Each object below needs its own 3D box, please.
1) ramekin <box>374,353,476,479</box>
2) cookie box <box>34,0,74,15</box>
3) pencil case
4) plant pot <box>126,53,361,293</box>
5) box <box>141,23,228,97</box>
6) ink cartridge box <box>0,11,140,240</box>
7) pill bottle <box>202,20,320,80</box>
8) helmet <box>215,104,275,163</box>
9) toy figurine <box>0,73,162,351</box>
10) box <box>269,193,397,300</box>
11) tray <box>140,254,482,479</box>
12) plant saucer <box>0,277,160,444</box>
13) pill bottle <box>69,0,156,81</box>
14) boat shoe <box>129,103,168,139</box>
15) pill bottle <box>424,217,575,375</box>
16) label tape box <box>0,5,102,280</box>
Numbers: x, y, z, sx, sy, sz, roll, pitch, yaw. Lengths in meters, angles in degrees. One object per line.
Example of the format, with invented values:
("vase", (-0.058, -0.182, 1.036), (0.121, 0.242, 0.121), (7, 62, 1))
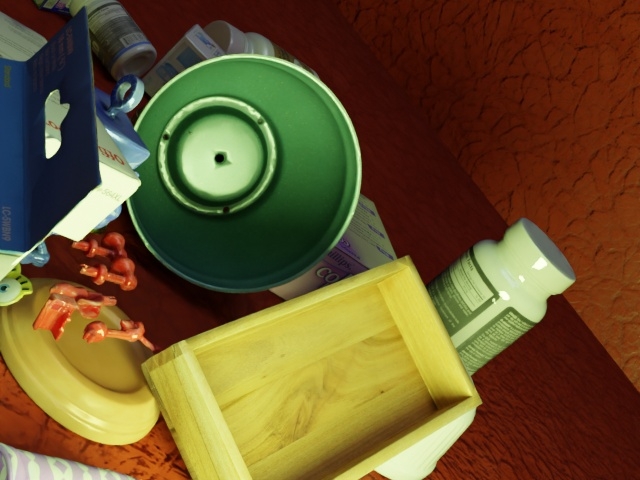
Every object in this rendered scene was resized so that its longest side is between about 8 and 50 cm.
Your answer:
("ramekin", (0.096, 0.182, 1.538), (0.273, 0.127, 0.273), (41, 20, -18))
("cookie box", (-0.414, -0.394, 1.704), (0.107, 0.040, 0.092), (52, 20, 13))
("pencil case", (-0.198, 0.225, 0.912), (0.206, 0.086, 0.088), (28, 55, -41))
("plant pot", (-0.116, -0.098, 1.456), (0.293, 0.293, 0.196), (40, -1, -20))
("box", (-0.168, -0.222, 1.779), (0.203, 0.114, 0.103), (44, 18, -11))
("ink cartridge box", (-0.267, -0.111, 0.979), (0.203, 0.086, 0.148), (54, 12, 27))
("pill bottle", (-0.116, -0.293, 2.001), (0.229, 0.131, 0.131), (27, 28, -45))
("helmet", (-0.103, -0.183, 1.631), (0.169, 0.170, 0.161), (-107, -178, -51))
("toy figurine", (-0.232, -0.083, 1.151), (0.191, 0.217, 0.362), (21, 24, -38))
("box", (0.000, 0.000, 1.703), (0.214, 0.117, 0.243), (34, 23, -34))
("tray", (0.007, 0.161, 1.251), (0.411, 0.076, 0.202), (-18, 80, -50))
("plant saucer", (-0.231, 0.111, 1.122), (0.200, 0.037, 0.200), (41, 21, -19))
("pill bottle", (-0.314, -0.311, 1.699), (0.137, 0.078, 0.078), (53, 20, 15))
("boat shoe", (-0.197, -0.126, 1.613), (0.178, 0.060, 0.064), (41, 20, -20))
("pill bottle", (0.260, 0.100, 1.813), (0.162, 0.278, 0.162), (42, 20, -19))
("label tape box", (-0.301, -0.022, 0.779), (0.106, 0.334, 0.240), (34, 24, -34))
